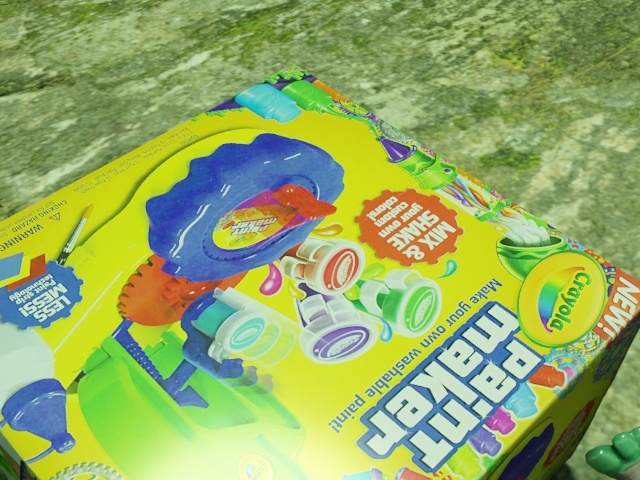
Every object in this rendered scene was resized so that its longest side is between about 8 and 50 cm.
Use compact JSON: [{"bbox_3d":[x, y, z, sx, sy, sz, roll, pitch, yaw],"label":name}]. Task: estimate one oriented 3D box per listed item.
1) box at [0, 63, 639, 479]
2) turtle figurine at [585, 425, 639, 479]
[{"bbox_3d":[-0.025,0.083,0.488,0.279,0.177,0.290,37,55,27],"label":"box"},{"bbox_3d":[0.180,0.218,0.404,0.175,0.118,0.234,-40,36,18],"label":"turtle figurine"}]
